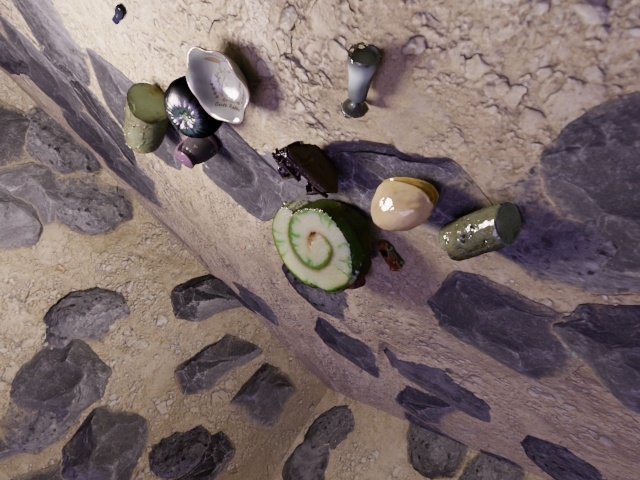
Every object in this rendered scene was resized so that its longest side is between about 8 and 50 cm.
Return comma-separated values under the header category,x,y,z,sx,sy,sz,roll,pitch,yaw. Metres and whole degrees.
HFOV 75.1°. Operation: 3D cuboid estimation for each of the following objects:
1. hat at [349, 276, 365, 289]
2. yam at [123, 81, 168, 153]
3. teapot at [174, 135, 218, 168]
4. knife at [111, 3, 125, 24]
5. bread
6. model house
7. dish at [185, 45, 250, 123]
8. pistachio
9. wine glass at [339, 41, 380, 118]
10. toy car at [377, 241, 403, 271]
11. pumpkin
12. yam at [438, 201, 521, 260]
category,x,y,z,sx,sy,sz,roll,pitch,yaw
hat,0.092,0.108,1.605,0.205,0.089,0.205,26,150,16
yam,-0.669,-0.459,1.593,0.168,0.168,0.304,44,154,-11
teapot,-0.473,-0.343,1.544,0.148,0.146,0.116,36,154,7
knife,-0.643,-0.711,1.316,0.121,0.018,0.031,4,144,51
bread,0.000,0.000,1.430,0.382,0.129,0.366,45,139,11
model house,-0.054,-0.202,1.236,0.164,0.141,0.203,-16,125,47
dish,-0.273,-0.449,1.181,0.229,0.081,0.229,25,144,20
pistachio,0.209,-0.094,1.089,0.145,0.117,0.200,50,152,-12
wine glass,0.083,-0.341,0.905,0.072,0.072,0.155,33,155,12
toy car,0.230,0.052,1.392,0.122,0.035,0.059,50,156,-26
pumpkin,-0.401,-0.424,1.327,0.201,0.140,0.202,15,140,13
yam,0.384,-0.019,0.997,0.107,0.107,0.194,43,153,-9
